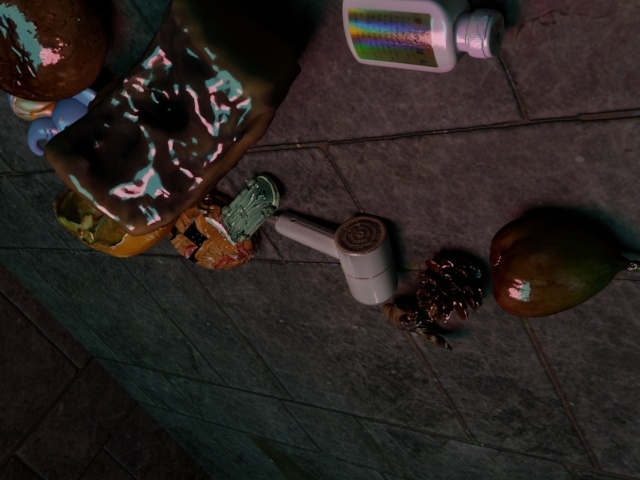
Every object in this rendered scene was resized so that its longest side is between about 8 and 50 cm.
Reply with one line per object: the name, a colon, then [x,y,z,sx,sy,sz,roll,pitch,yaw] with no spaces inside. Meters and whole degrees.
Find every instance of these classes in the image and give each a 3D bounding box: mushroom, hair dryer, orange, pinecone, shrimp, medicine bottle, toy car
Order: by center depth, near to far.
medicine bottle: [0.140,-0.294,1.034,0.219,0.078,0.115,14,141,30]
mushroom: [-0.564,-0.423,1.413,0.344,0.239,0.345,2,147,1]
pinecone: [0.241,0.093,1.421,0.140,0.121,0.140,30,145,23]
shrimp: [0.210,0.181,1.540,0.169,0.058,0.296,30,177,1]
hair dryer: [0.000,0.000,1.573,0.357,0.107,0.173,25,148,34]
toy car: [-0.143,-0.066,1.598,0.186,0.058,0.093,-43,70,37]
orange: [-0.446,-0.093,1.686,0.334,0.263,0.196,25,158,28]

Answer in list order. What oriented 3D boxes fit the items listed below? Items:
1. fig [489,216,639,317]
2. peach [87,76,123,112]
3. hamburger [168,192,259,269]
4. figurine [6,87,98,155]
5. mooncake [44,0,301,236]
fig: [0.406,0.042,1.185,0.274,0.170,0.146,1,134,16]
peach: [-0.365,-0.223,1.482,0.232,0.233,0.233,24,147,17]
hamburger: [-0.248,-0.016,1.760,0.230,0.107,0.231,21,139,20]
figurine: [-0.554,-0.270,1.613,0.261,0.154,0.180,14,116,5]
mooncake: [-0.222,-0.207,1.197,0.246,0.393,0.394,43,159,-10]
